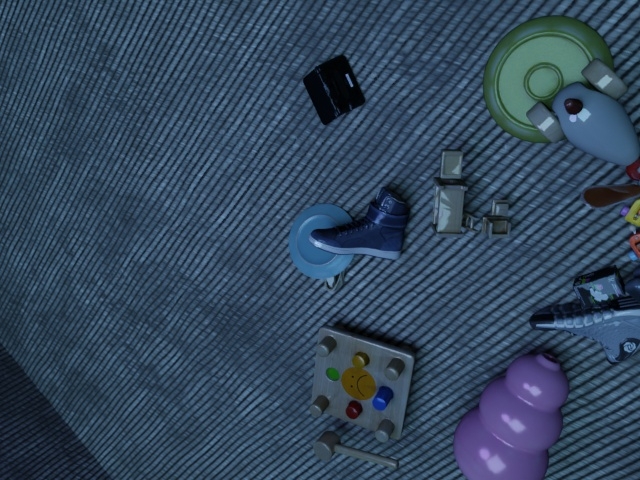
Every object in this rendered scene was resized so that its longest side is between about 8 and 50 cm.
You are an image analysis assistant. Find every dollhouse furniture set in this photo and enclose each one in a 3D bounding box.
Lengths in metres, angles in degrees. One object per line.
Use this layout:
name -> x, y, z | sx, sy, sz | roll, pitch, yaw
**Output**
dollhouse furniture set -> 0.325, -0.106, 1.204 | 0.160, 0.101, 0.182 | 1, 109, 2

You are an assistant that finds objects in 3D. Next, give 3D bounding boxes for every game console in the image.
game console -> 0.030, -0.346, 1.306 | 0.107, 0.071, 0.122 | -26, 95, 2

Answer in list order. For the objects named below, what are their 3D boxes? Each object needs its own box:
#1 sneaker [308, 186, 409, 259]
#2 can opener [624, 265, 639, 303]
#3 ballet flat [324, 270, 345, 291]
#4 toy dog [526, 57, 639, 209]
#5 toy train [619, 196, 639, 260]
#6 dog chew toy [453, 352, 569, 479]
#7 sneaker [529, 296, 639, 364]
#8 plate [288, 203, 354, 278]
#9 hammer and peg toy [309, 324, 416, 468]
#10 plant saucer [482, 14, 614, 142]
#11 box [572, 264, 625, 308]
sneaker -> 0.093, -0.048, 1.288 | 0.226, 0.086, 0.163 | 5, 117, -14
can opener -> 0.708, 0.152, 1.062 | 0.280, 0.074, 0.093 | 41, 158, 7
ballet flat -> 0.040, 0.052, 1.410 | 0.057, 0.052, 0.168 | 13, 112, 25
toy dog -> 0.512, -0.165, 0.972 | 0.333, 0.161, 0.220 | 32, 118, 18
toy train -> 0.644, -0.039, 1.065 | 0.166, 0.046, 0.125 | -40, 87, 35
dog chew toy -> 0.428, 0.394, 1.242 | 0.206, 0.206, 0.332 | 26, 109, 18
sneaker -> 0.559, 0.199, 1.167 | 0.228, 0.086, 0.132 | -12, 103, 30
plate -> 0.000, 0.000, 1.390 | 0.188, 0.024, 0.188 | -4, 81, 25
hammer and peg toy -> 0.104, 0.409, 1.455 | 0.265, 0.127, 0.361 | 13, 113, 22
plant saucer -> 0.432, -0.306, 1.091 | 0.240, 0.037, 0.241 | 9, 111, 25
box -> 0.562, 0.093, 1.140 | 0.083, 0.062, 0.052 | -24, 93, 33
